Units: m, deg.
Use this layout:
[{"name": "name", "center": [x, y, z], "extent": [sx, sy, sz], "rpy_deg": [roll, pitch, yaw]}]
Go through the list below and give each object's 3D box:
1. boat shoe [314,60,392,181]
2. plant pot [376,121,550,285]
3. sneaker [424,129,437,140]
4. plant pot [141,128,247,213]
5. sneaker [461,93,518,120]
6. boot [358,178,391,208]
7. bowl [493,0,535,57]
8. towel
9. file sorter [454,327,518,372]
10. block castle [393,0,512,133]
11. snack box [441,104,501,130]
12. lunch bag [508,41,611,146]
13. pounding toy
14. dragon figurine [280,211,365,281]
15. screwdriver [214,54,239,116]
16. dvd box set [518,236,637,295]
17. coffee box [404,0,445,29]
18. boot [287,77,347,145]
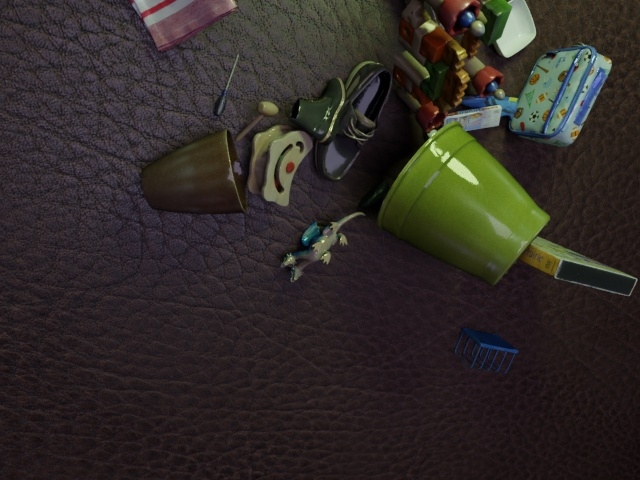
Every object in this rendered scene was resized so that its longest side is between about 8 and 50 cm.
[{"name": "boat shoe", "center": [0.090, -0.331, 1.404], "extent": [0.132, 0.130, 0.356], "rpy_deg": [19, 98, -23]}, {"name": "plant pot", "center": [0.406, -0.071, 1.386], "extent": [0.353, 0.366, 0.366], "rpy_deg": [41, 88, 18]}, {"name": "sneaker", "center": [0.363, -0.309, 1.557], "extent": [0.040, 0.044, 0.109], "rpy_deg": [-47, 113, 0]}, {"name": "plant pot", "center": [-0.323, -0.155, 1.281], "extent": [0.230, 0.215, 0.216], "rpy_deg": [-11, 109, -1]}, {"name": "sneaker", "center": [0.522, -0.412, 1.573], "extent": [0.209, 0.069, 0.082], "rpy_deg": [0, 108, -20]}, {"name": "boot", "center": [0.188, -0.120, 1.547], "extent": [0.121, 0.045, 0.099], "rpy_deg": [-48, 118, -3]}, {"name": "bowl", "center": [0.571, -0.645, 1.534], "extent": [0.142, 0.053, 0.142], "rpy_deg": [-37, 114, -6]}, {"name": "towel", "center": [-0.364, -0.628, 1.139], "extent": [0.236, 0.037, 0.329], "rpy_deg": [-18, 115, 24]}, {"name": "file sorter", "center": [0.582, 0.394, 1.792], "extent": [0.170, 0.118, 0.105], "rpy_deg": [15, 102, -23]}, {"name": "block castle", "center": [0.375, -0.494, 1.291], "extent": [0.302, 0.453, 0.213], "rpy_deg": [-33, 70, -11]}, {"name": "snack box", "center": [0.462, -0.370, 1.550], "extent": [0.178, 0.022, 0.064], "rpy_deg": [-9, 136, -2]}, {"name": "lunch bag", "center": [0.730, -0.445, 1.543], "extent": [0.114, 0.243, 0.304], "rpy_deg": [19, 99, -24]}, {"name": "pounding toy", "center": [-0.131, -0.242, 1.384], "extent": [0.154, 0.154, 0.270], "rpy_deg": [-12, 121, -46]}, {"name": "dragon figurine", "center": [0.000, 0.000, 1.487], "extent": [0.085, 0.144, 0.289], "rpy_deg": [48, 66, -22]}, {"name": "screwdriver", "center": [-0.246, -0.408, 1.325], "extent": [0.025, 0.024, 0.170], "rpy_deg": [16, 93, 6]}, {"name": "dvd box set", "center": [0.691, 0.041, 1.566], "extent": [0.307, 0.420, 0.062], "rpy_deg": [13, 103, -23]}, {"name": "coffee box", "center": [0.302, -0.737, 1.374], "extent": [0.168, 0.119, 0.297], "rpy_deg": [-33, 113, -9]}, {"name": "boot", "center": [-0.008, -0.372, 1.346], "extent": [0.137, 0.076, 0.198], "rpy_deg": [24, 65, -35]}]
